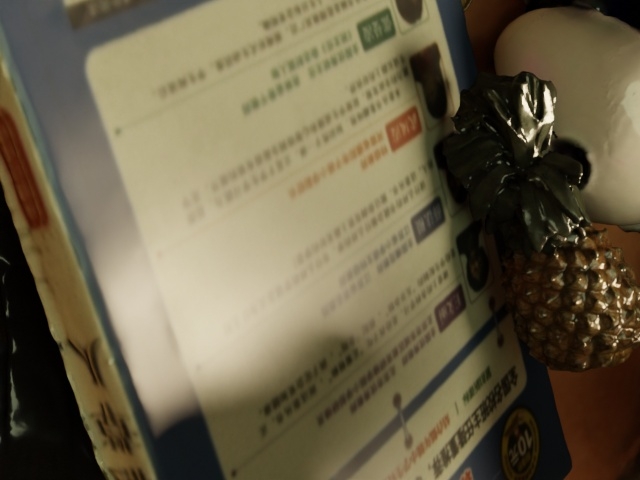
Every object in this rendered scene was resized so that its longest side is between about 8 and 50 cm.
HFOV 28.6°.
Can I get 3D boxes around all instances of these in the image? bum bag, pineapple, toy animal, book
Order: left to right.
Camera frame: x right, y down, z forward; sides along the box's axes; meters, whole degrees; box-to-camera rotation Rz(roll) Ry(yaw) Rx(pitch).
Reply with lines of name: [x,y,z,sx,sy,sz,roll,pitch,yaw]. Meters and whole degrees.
bum bag: [-0.074,0.087,0.591,0.310,0.074,0.137,38,61,-33]
book: [0.000,0.000,0.577,0.300,0.039,0.427,-34,115,-47]
pineapple: [0.112,-0.011,0.635,0.074,0.074,0.159,-37,114,-25]
toy animal: [0.160,-0.102,0.693,0.166,0.138,0.179,20,92,-41]

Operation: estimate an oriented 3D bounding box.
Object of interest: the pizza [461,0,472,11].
pizza: [0.026,-0.146,0.668,0.123,0.026,0.108,-29,111,-27]
